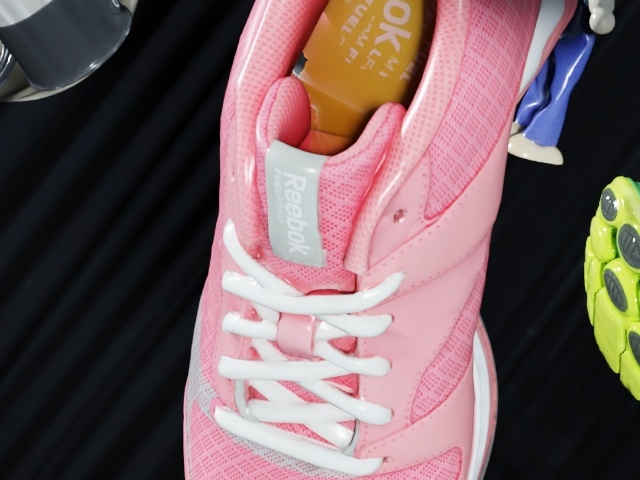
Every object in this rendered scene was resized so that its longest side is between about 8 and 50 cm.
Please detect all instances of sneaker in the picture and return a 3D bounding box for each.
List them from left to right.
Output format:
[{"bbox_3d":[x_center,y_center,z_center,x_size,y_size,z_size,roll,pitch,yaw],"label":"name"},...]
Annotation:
[{"bbox_3d":[-0.001,-0.001,0.522,0.116,0.313,0.136,14,-169,17],"label":"sneaker"},{"bbox_3d":[0.279,0.076,1.058,0.295,0.123,0.109,54,145,28],"label":"sneaker"}]

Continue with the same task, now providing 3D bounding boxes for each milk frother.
[{"bbox_3d":[-0.224,-0.165,1.071,0.134,0.143,0.129,54,-179,-33],"label":"milk frother"}]

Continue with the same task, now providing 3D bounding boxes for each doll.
[{"bbox_3d":[0.159,-0.145,1.032,0.046,0.189,0.129,12,-166,-9],"label":"doll"}]

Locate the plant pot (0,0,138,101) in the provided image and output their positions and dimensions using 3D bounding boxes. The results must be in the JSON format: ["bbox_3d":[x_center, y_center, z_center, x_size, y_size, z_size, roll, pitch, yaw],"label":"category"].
[{"bbox_3d":[-0.365,-0.225,1.408,0.334,0.334,0.305,37,-149,-2],"label":"plant pot"}]
